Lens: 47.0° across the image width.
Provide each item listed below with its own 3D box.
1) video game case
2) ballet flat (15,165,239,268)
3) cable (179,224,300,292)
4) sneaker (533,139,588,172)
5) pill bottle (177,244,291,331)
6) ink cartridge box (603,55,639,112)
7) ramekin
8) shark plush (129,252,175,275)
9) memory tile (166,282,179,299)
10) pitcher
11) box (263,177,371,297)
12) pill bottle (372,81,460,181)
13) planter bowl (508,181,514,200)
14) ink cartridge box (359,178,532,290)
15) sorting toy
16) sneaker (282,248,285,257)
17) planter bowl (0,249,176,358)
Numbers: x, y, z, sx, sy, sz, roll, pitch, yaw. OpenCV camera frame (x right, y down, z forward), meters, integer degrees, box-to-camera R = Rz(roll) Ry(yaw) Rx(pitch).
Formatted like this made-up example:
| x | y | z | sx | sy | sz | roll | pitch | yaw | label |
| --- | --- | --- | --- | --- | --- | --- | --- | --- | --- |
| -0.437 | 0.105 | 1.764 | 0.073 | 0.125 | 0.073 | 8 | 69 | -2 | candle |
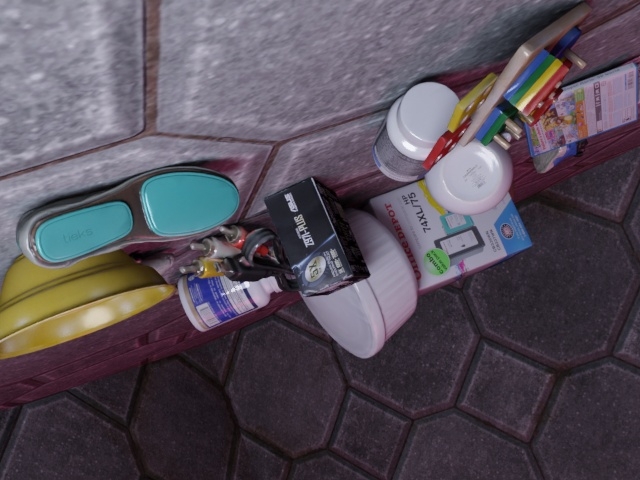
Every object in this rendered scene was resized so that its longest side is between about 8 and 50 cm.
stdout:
| x | y | z | sx | sy | sz | roll | pitch | yaw | label |
| --- | --- | --- | --- | --- | --- | --- | --- | --- | --- |
| 0.388 | -0.192 | 1.098 | 0.166 | 0.015 | 0.119 | -19 | 144 | 11 | video game case |
| -0.182 | -0.029 | 0.701 | 0.213 | 0.072 | 0.068 | -17 | -162 | -32 | ballet flat |
| -0.085 | 0.023 | 1.174 | 0.139 | 0.072 | 0.287 | -40 | 157 | 23 | cable |
| 0.525 | -0.192 | 1.600 | 0.084 | 0.058 | 0.152 | -13 | 165 | -9 | sneaker |
| -0.152 | 0.081 | 1.336 | 0.186 | 0.112 | 0.112 | -23 | 173 | 4 | pill bottle |
| 0.495 | -0.238 | 1.166 | 0.104 | 0.062 | 0.181 | -25 | 172 | 17 | ink cartridge box |
| 0.060 | 0.065 | 1.320 | 0.127 | 0.273 | 0.273 | -33 | 177 | -21 | ramekin |
| -0.284 | 0.063 | 1.052 | 0.161 | 0.073 | 0.067 | -29 | -158 | 13 | shark plush |
| -0.253 | 0.086 | 1.457 | 0.148 | 0.012 | 0.113 | -19 | 172 | -20 | memory tile |
| 0.237 | -0.121 | 1.092 | 0.178 | 0.125 | 0.207 | -45 | 179 | 11 | pitcher |
| 0.000 | 0.000 | 1.066 | 0.077 | 0.147 | 0.180 | -24 | 173 | 9 | box |
| 0.105 | -0.117 | 0.805 | 0.078 | 0.078 | 0.137 | -21 | 173 | -9 | pill bottle |
| 0.367 | -0.093 | 1.651 | 0.162 | 0.109 | 0.162 | -23 | 172 | -3 | planter bowl |
| 0.228 | -0.011 | 1.458 | 0.270 | 0.198 | 0.197 | -21 | 171 | -14 | ink cartridge box |
| 0.207 | -0.149 | 0.726 | 0.274 | 0.046 | 0.132 | -37 | 166 | -36 | sorting toy |
| -0.133 | 0.083 | 1.520 | 0.090 | 0.081 | 0.232 | -6 | 162 | -43 | sneaker |
| -0.280 | 0.052 | 0.819 | 0.217 | 0.090 | 0.217 | -22 | 173 | -3 | planter bowl |
